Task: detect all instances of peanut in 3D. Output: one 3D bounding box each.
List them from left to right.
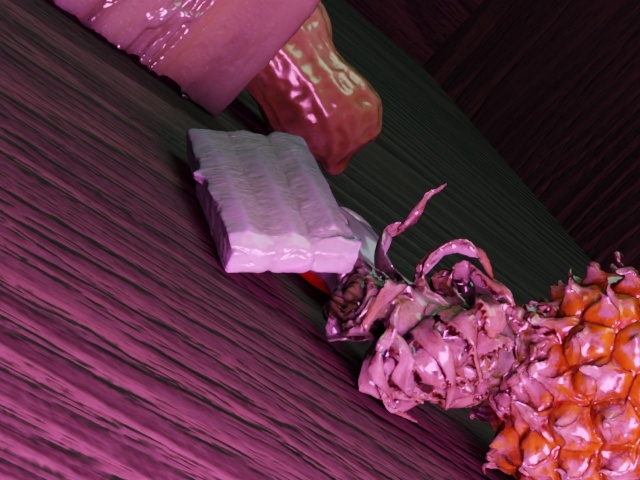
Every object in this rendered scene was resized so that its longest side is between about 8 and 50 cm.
[{"bbox_3d":[-0.045,-0.212,1.916,0.291,0.159,0.143,42,14,-9],"label":"peanut"}]

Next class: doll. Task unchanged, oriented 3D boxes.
[{"bbox_3d":[0.000,0.000,1.523,0.227,0.075,0.102,37,24,27],"label":"doll"}]

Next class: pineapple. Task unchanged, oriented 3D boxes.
[{"bbox_3d":[0.139,0.093,1.395,0.271,0.263,0.262,22,17,-17],"label":"pineapple"}]

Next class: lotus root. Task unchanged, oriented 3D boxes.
[{"bbox_3d":[-0.131,-0.312,1.718,0.267,0.260,0.149,33,14,-43],"label":"lotus root"}]

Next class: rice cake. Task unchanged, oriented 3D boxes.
[{"bbox_3d":[-0.049,-0.038,1.437,0.127,0.043,0.237,2,25,-17],"label":"rice cake"}]
